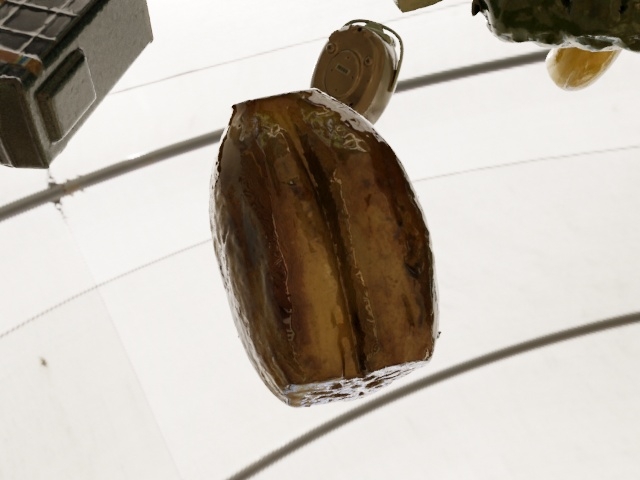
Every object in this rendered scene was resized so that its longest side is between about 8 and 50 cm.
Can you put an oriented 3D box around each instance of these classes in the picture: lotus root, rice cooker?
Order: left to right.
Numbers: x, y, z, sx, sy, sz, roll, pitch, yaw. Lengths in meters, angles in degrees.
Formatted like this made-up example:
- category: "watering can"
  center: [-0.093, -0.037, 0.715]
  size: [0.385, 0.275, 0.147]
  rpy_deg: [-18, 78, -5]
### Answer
- category: "lotus root"
  center: [0.003, -0.003, 0.767]
  size: [0.193, 0.193, 0.290]
  rpy_deg: [-9, -103, -41]
- category: "rice cooker"
  center: [0.060, -0.289, 1.528]
  size: [0.127, 0.145, 0.206]
  rpy_deg: [-9, -59, -67]

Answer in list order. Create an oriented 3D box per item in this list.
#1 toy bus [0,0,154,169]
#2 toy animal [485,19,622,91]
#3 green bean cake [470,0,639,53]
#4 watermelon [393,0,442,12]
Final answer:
- category: "toy bus"
  center: [-0.317, -0.215, 0.973]
  size: [0.138, 0.167, 0.275]
  rpy_deg: [90, -159, -49]
- category: "toy animal"
  center: [0.411, -0.428, 1.304]
  size: [0.345, 0.247, 0.277]
  rpy_deg: [-45, -20, -20]
- category: "green bean cake"
  center: [0.284, -0.305, 0.806]
  size: [0.156, 0.247, 0.249]
  rpy_deg: [-18, -64, -49]
- category: "watermelon"
  center: [0.135, -0.535, 1.366]
  size: [0.193, 0.232, 0.310]
  rpy_deg: [7, -102, -16]
